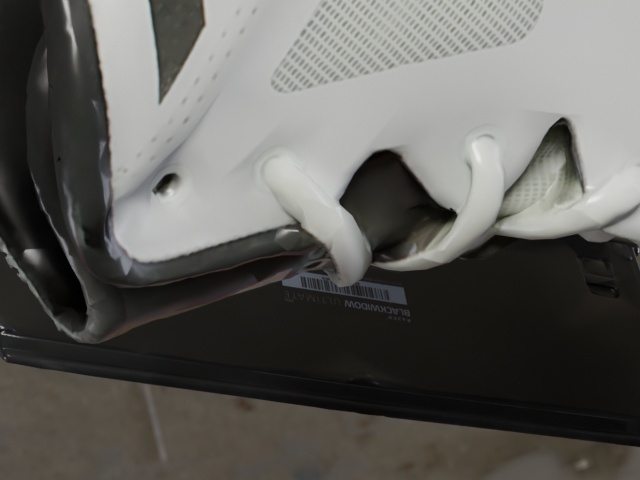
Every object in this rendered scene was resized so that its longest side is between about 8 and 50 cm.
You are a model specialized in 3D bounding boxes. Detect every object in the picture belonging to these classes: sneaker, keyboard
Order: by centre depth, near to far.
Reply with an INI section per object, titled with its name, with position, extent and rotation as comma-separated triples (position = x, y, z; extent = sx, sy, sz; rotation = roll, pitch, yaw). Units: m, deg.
[sneaker]
position = 0.059, -0.028, 0.486
extent = 0.257, 0.169, 0.447
rotation = -41, 115, -10
[keyboard]
position = 0.000, 0.000, 0.827
extent = 0.317, 0.202, 0.033
rotation = 10, 133, -20
